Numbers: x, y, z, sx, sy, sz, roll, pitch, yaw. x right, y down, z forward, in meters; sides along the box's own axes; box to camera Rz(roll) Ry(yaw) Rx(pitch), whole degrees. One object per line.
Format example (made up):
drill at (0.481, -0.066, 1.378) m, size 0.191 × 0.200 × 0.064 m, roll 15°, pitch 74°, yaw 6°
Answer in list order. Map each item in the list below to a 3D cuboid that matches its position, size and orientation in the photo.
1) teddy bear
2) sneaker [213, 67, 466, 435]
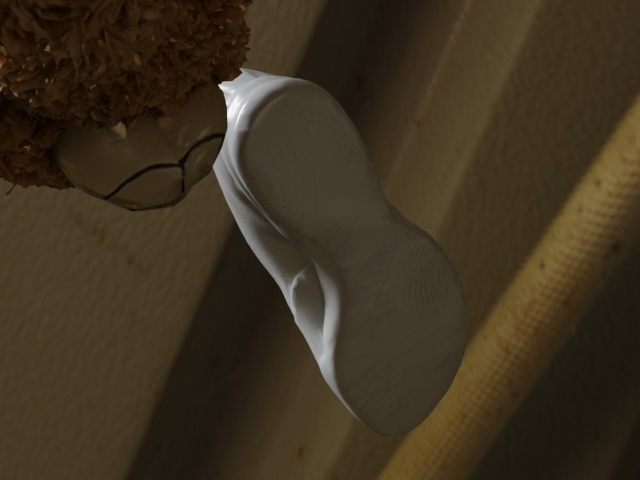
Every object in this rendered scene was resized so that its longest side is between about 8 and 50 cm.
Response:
teddy bear at (-0.065, -0.090, 0.563) m, size 0.113 × 0.245 × 0.338 m, roll 35°, pitch -37°, yaw -1°
sneaker at (0.000, 0.000, 0.812) m, size 0.080 × 0.094 × 0.212 m, roll -38°, pitch -55°, yaw -18°
